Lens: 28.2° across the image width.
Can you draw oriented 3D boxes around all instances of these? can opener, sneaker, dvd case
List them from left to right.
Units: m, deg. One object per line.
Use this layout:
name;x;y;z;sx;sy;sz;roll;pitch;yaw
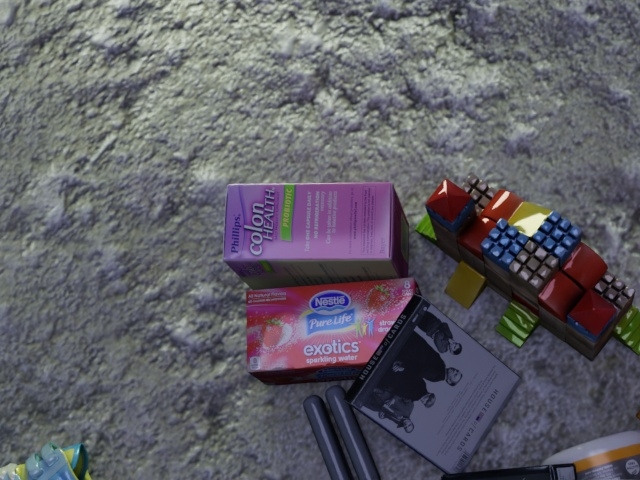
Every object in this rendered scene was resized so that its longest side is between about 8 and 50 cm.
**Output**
sneaker;-0.468;0.360;1.918;0.319;0.127;0.208;31;84;7
can opener;0.050;0.343;1.849;0.074;0.093;0.280;-23;67;4
dvd case;0.164;0.210;1.805;0.179;0.238;0.029;-55;33;-7

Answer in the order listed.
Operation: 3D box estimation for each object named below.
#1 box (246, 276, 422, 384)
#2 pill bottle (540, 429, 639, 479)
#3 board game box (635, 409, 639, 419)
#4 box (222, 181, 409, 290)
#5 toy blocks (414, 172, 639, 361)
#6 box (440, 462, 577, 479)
box;0.024;0.136;1.888;0.257;0.122;0.128;-4;73;9
pill bottle;0.413;0.409;1.723;0.162;0.162;0.278;-19;73;5
board game box;0.685;0.209;1.583;0.356;0.356;0.356;41;85;2
box;0.000;0.000;1.882;0.243;0.213;0.117;-1;75;11
toy blocks;0.297;0.026;1.797;0.381;0.261;0.191;37;84;17
box;0.262;0.398;1.735;0.220;0.051;0.175;-18;73;51
